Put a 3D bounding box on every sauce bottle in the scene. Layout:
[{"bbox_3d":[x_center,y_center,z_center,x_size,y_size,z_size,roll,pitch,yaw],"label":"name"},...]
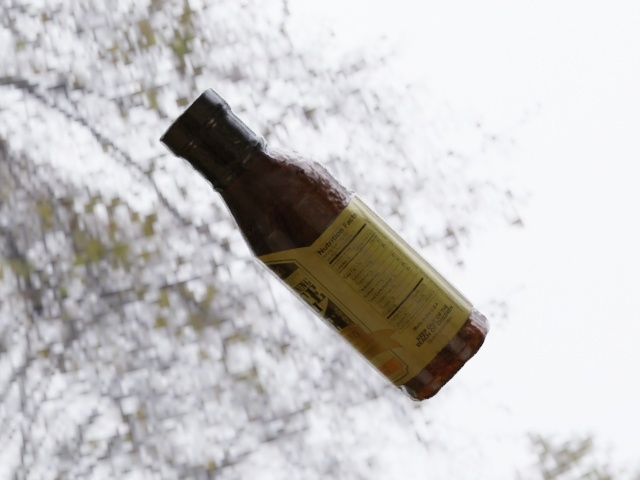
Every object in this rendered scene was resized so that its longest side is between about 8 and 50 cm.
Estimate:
[{"bbox_3d":[0.000,0.000,0.670,0.128,0.042,0.042,43,-71,-2],"label":"sauce bottle"}]
